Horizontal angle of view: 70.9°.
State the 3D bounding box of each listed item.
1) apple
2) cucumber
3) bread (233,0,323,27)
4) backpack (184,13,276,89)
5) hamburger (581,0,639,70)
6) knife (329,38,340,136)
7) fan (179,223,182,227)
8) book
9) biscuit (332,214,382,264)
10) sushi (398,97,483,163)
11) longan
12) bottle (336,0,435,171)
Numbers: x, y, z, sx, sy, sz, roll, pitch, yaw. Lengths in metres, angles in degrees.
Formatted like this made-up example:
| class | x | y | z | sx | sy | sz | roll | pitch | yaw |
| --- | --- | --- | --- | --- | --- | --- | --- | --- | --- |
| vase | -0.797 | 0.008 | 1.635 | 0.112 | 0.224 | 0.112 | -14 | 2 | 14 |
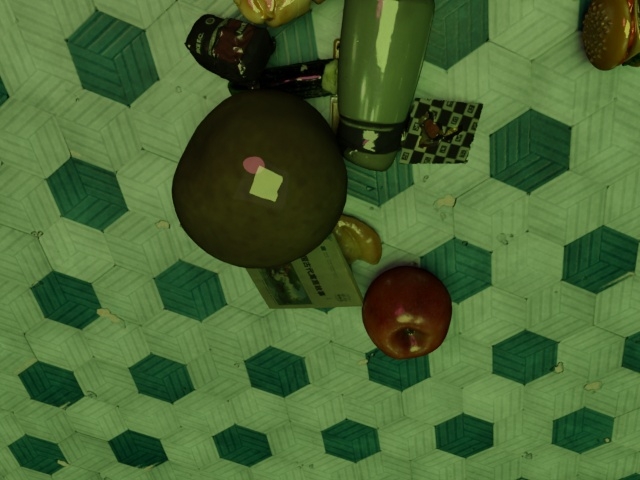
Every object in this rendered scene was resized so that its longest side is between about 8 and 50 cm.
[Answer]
| class | x | y | z | sx | sy | sz | roll | pitch | yaw |
| --- | --- | --- | --- | --- | --- | --- | --- | --- | --- |
| apple | 0.209 | 0.172 | 1.092 | 0.218 | 0.201 | 0.218 | 1 | 121 | 1 |
| cucumber | -0.077 | -0.326 | 0.937 | 0.242 | 0.074 | 0.074 | -4 | 115 | 12 |
| bread | -0.026 | -0.521 | 0.819 | 0.311 | 0.121 | 0.172 | -25 | 106 | 13 |
| backpack | -0.182 | -0.379 | 0.883 | 0.165 | 0.106 | 0.120 | 20 | 84 | 11 |
| hamburger | 0.563 | -0.398 | 0.833 | 0.115 | 0.162 | 0.162 | -8 | 114 | 7 |
| knife | 0.043 | -0.298 | 0.975 | 0.046 | 0.022 | 0.256 | 0 | 115 | -2 |
| fan | -0.198 | -0.124 | 1.073 | 0.295 | 0.012 | 0.223 | 3 | 115 | 0 |
| book | -0.056 | 0.082 | 1.095 | 0.283 | 0.025 | 0.214 | -9 | 122 | 32 |
| biscuit | 0.001 | -0.004 | 1.098 | 0.299 | 0.045 | 0.154 | -2 | 121 | 2 |
| sushi | 0.253 | -0.233 | 0.964 | 0.201 | 0.031 | 0.139 | -5 | 119 | -29 |
| longan | -0.119 | -0.115 | 0.901 | 0.361 | 0.361 | 0.360 | 1 | 115 | 2 |
| bottle | 0.112 | -0.306 | 0.895 | 0.169 | 0.168 | 0.346 | 6 | 120 | 0 |
